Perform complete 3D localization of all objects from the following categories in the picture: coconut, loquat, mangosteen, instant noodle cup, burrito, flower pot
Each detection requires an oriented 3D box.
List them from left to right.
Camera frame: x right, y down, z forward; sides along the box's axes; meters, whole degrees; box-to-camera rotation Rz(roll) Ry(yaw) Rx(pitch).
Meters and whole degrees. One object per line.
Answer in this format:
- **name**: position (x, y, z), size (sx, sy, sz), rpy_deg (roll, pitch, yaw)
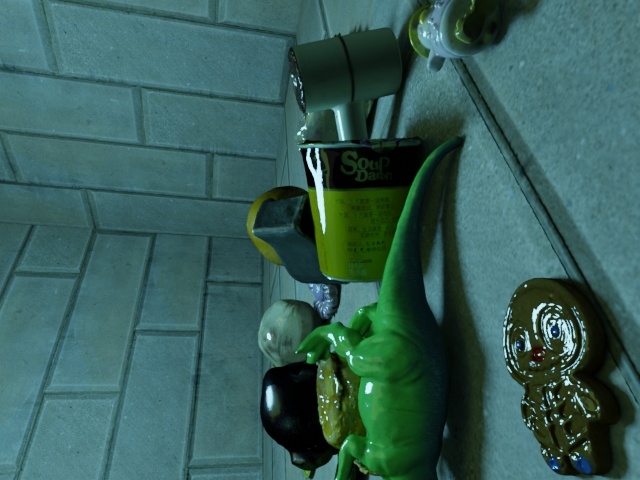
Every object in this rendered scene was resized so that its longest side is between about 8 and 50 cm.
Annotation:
- **loquat**: position (-0.107, -0.042, 1.456), size (0.263, 0.262, 0.264), rpy_deg (-176, 90, -78)
- **coconut**: position (-0.088, 0.294, 1.384), size (0.224, 0.223, 0.225), rpy_deg (-176, 90, -78)
- **mangosteen**: position (-0.033, 0.400, 1.059), size (0.243, 0.242, 0.243), rpy_deg (-176, 90, -78)
- **flower pot**: position (-0.025, 0.005, 0.899), size (0.229, 0.108, 0.103), rpy_deg (54, -135, -42)
- **burrito**: position (0.027, -0.263, 1.079), size (0.107, 0.174, 0.348), rpy_deg (-72, -5, -56)
- **instant noodle cup**: position (0.071, -0.059, 0.787), size (0.215, 0.215, 0.237), rpy_deg (-135, 41, -75)

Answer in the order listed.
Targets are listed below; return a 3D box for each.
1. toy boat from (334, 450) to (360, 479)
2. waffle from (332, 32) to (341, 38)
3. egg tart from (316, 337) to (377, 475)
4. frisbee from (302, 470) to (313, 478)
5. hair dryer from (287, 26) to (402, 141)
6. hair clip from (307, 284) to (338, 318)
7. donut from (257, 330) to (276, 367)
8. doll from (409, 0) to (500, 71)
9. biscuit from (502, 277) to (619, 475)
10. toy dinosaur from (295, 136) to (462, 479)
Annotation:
- **toy boat**: position (0.056, 0.496, 0.975), size (0.104, 0.052, 0.211), rpy_deg (-112, 27, -70)
- **waffle**: position (0.032, -0.385, 1.292), size (0.382, 0.095, 0.380), rpy_deg (-107, 24, -67)
- **egg tart**: position (0.063, 0.287, 0.839), size (0.294, 0.123, 0.295), rpy_deg (-176, 90, -80)
- **frisbee**: position (-0.042, 0.642, 1.479), size (0.236, 0.017, 0.236), rpy_deg (-177, 90, -78)
- **hair dryer**: position (0.068, -0.219, 0.922), size (0.128, 0.203, 0.363), rpy_deg (-121, 18, -69)
- **hair clip**: position (0.004, 0.072, 1.320), size (0.173, 0.069, 0.301), rpy_deg (132, 140, -68)
- **donut**: position (-0.102, 0.378, 1.595), size (0.113, 0.151, 0.295), rpy_deg (-67, 31, 19)
- **doll**: position (0.173, -0.289, 0.609), size (0.129, 0.081, 0.207), rpy_deg (-63, 16, 15)
- **biscuit**: position (0.212, 0.118, 0.417), size (0.124, 0.026, 0.175), rpy_deg (114, 157, -60)
- **toy dinosaur**: position (0.145, 0.144, 0.576), size (0.374, 0.143, 0.501), rpy_deg (45, 116, 46)
